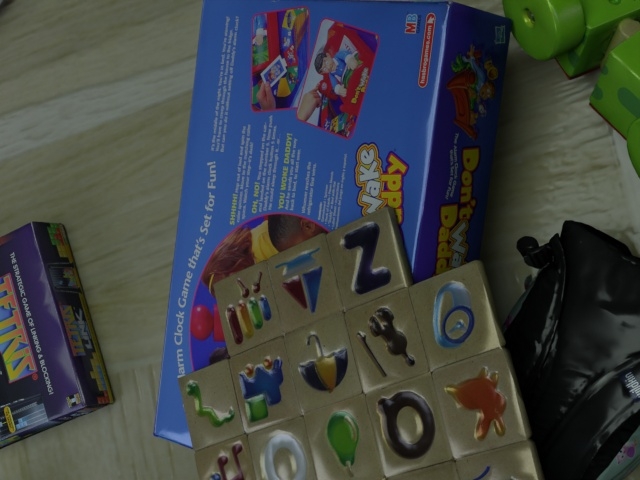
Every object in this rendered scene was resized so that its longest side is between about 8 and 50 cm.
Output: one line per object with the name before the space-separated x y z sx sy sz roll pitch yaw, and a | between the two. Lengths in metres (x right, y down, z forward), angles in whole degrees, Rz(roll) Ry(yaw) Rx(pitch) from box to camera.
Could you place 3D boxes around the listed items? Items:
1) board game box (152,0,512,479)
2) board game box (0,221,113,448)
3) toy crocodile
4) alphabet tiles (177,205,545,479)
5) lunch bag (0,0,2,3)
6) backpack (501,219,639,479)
board game box | 0.000 0.000 0.938 0.233 0.078 0.347 12 97 40
board game box | -0.270 0.087 1.124 0.141 0.048 0.170 -24 77 24
toy crocodile | 0.221 -0.116 0.873 0.115 0.105 0.340 -28 69 -19
alphabet tiles | 0.025 0.165 0.854 0.285 0.011 0.343 -25 73 37
lunch bag | -0.429 -0.236 1.186 0.293 0.120 0.258 -35 77 22
backpack | 0.182 0.096 0.868 0.152 0.115 0.182 36 104 35
